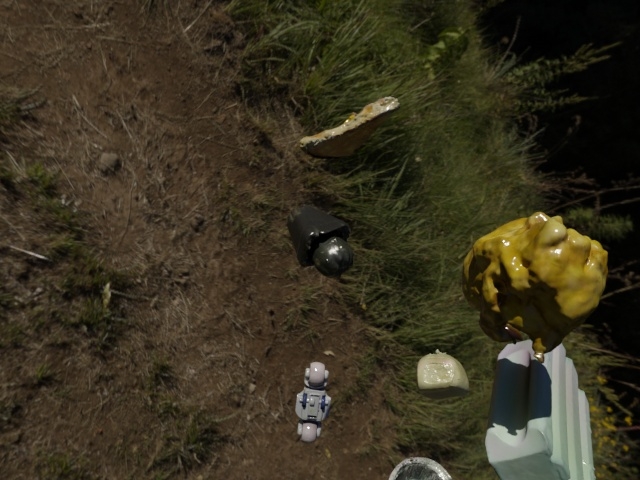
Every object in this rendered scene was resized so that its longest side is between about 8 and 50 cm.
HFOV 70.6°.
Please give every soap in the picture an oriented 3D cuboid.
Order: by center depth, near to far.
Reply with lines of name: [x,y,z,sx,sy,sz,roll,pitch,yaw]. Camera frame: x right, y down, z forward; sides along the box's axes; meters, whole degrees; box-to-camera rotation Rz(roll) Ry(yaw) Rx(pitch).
soap: [0.435,0.341,0.889,0.208,0.115,0.347,57,35,-9]

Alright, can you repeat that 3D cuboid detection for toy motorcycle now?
toy motorcycle: [-0.024,0.504,1.420,0.113,0.112,0.253,7,92,-25]

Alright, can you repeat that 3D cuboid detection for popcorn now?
popcorn: [0.324,0.060,0.718,0.191,0.190,0.253,-43,152,-52]

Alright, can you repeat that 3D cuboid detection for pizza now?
pizza: [0.062,-0.216,0.853,0.185,0.195,0.052,-15,79,-60]

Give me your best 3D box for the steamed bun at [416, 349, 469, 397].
steamed bun: [0.436,0.481,1.624,0.239,0.170,0.152,42,41,-53]

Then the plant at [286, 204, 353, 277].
plant: [0.000,0.000,1.367,0.165,0.141,0.256,-18,53,-35]

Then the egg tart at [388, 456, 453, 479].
egg tart: [0.275,0.727,1.250,0.094,0.234,0.233,25,79,-46]
